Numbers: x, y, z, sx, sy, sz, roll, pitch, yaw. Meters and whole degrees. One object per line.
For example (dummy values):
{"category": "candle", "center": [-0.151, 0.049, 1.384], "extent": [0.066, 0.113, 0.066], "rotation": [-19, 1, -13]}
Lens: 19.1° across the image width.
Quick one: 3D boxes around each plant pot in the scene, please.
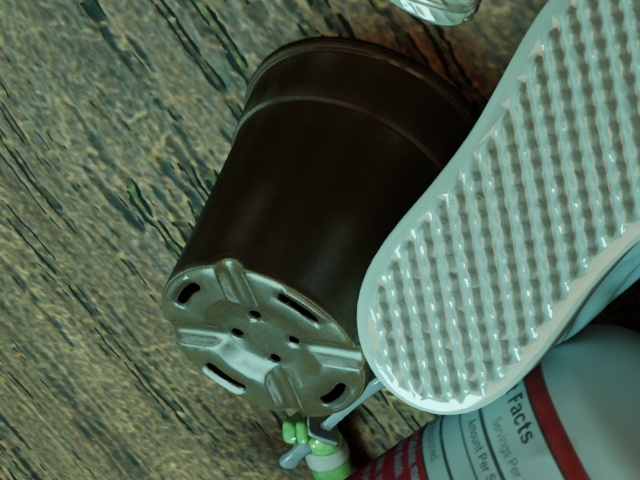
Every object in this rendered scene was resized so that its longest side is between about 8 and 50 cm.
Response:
{"category": "plant pot", "center": [0.000, 0.000, 1.091], "extent": [0.167, 0.165, 0.167], "rotation": [18, 142, 14]}

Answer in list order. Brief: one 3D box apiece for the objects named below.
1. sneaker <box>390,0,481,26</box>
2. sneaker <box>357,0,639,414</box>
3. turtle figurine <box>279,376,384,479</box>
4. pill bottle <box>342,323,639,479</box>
{"category": "sneaker", "center": [0.026, -0.164, 0.983], "extent": [0.135, 0.052, 0.058], "rotation": [20, 134, 0]}
{"category": "sneaker", "center": [0.159, -0.067, 0.959], "extent": [0.135, 0.150, 0.366], "rotation": [47, 121, 3]}
{"category": "turtle figurine", "center": [-0.009, 0.219, 1.308], "extent": [0.275, 0.266, 0.198], "rotation": [123, 123, -81]}
{"category": "pill bottle", "center": [0.128, 0.194, 1.065], "extent": [0.407, 0.229, 0.229], "rotation": [-35, 115, 14]}
